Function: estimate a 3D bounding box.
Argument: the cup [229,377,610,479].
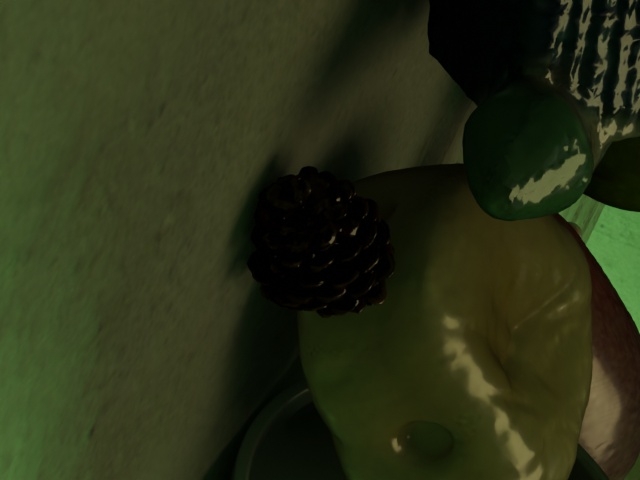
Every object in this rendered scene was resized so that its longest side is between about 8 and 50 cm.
[{"bbox_3d":[0.001,0.276,1.049,0.357,0.259,0.274,-15,137,-33],"label":"cup"}]

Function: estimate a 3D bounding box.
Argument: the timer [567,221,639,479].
[{"bbox_3d":[0.184,0.138,1.507,0.291,0.291,0.315,-1,94,-76],"label":"timer"}]

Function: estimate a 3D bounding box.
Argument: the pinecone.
[{"bbox_3d":[0.000,0.000,0.830,0.077,0.077,0.083,-56,155,-35],"label":"pinecone"}]

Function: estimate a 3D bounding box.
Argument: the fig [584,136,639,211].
[{"bbox_3d":[0.245,-0.177,1.166,0.233,0.233,0.314,-24,128,-71],"label":"fig"}]

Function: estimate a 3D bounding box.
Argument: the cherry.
[{"bbox_3d":[0.126,0.084,1.212,0.206,0.239,0.239,-30,174,14],"label":"cherry"}]

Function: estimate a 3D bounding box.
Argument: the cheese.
[{"bbox_3d":[0.079,0.065,0.957,0.235,0.117,0.217,6,75,-54],"label":"cheese"}]

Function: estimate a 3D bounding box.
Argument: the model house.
[{"bbox_3d":[0.164,-0.166,0.809,0.284,0.243,0.298,-43,144,-49],"label":"model house"}]
